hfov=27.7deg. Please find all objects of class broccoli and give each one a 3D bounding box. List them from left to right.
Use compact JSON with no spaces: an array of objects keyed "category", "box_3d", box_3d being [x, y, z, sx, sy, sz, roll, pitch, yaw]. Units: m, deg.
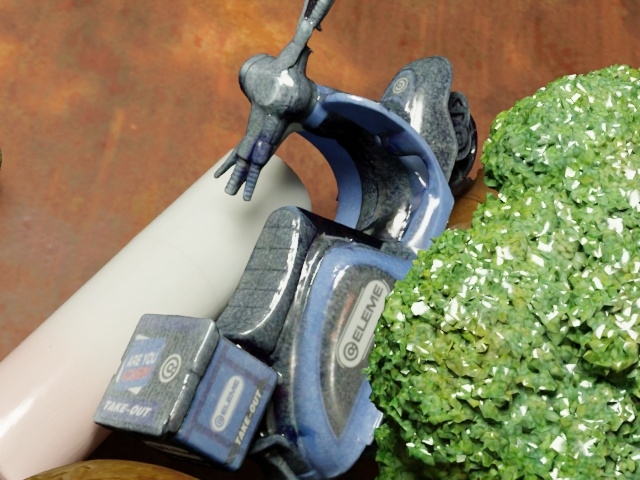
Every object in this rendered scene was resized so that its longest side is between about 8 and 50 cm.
[{"category":"broccoli","box_3d":[0.196,0.094,0.807,0.321,0.310,0.413,5,83,9]}]

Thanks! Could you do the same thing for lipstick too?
[{"category":"lipstick","box_3d":[-0.131,0.056,0.915,0.087,0.087,0.327,37,53,7]}]

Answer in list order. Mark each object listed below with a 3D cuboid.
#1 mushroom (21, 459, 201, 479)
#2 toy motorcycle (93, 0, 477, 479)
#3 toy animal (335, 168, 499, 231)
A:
[{"category":"mushroom","box_3d":[-0.139,0.250,0.690,0.278,0.163,0.297,5,54,16]},{"category":"toy motorcycle","box_3d":[0.000,0.000,0.900,0.212,0.125,0.358,37,66,-36]},{"category":"toy animal","box_3d":[0.111,-0.017,1.056,0.188,0.089,0.179,-19,55,-16]}]
